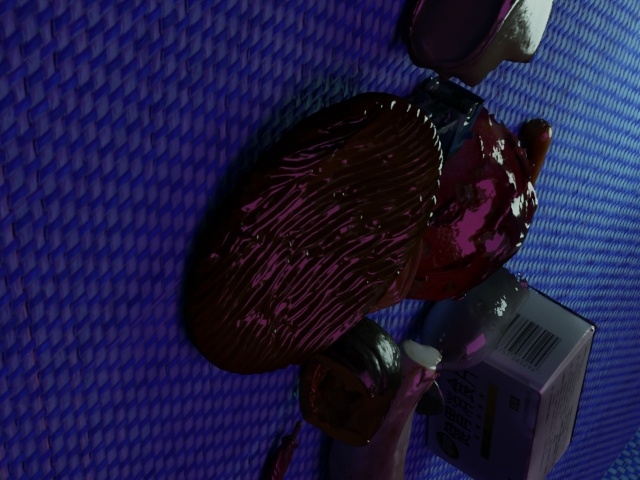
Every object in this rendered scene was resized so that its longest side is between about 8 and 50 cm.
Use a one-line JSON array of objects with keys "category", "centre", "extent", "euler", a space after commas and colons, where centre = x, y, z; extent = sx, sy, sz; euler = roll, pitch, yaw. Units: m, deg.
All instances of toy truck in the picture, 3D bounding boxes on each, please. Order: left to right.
[{"category": "toy truck", "centre": [0.097, -0.107, 1.737], "extent": [0.175, 0.067, 0.081], "euler": [-32, 146, -50]}]

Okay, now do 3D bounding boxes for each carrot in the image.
[{"category": "carrot", "centre": [0.266, -0.086, 2.188], "extent": [0.037, 0.037, 0.190], "euler": [-44, 157, -34]}]

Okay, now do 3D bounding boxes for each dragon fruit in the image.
[{"category": "dragon fruit", "centre": [0.163, -0.040, 1.886], "extent": [0.274, 0.126, 0.161], "euler": [-50, 157, -25]}]

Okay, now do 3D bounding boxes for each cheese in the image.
[{"category": "cheese", "centre": [0.171, -0.233, 1.707], "extent": [0.175, 0.091, 0.202], "euler": [-60, 158, 5]}]

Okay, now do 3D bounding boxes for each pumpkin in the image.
[{"category": "pumpkin", "centre": [0.035, 0.137, 1.847], "extent": [0.107, 0.119, 0.183], "euler": [-48, 161, -24]}]

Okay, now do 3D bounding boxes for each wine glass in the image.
[{"category": "wine glass", "centre": [0.174, 0.117, 2.157], "extent": [0.222, 0.103, 0.103], "euler": [-46, 155, -32]}]

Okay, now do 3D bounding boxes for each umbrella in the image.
[{"category": "umbrella", "centre": [-0.054, 0.272, 1.950], "extent": [0.027, 0.025, 0.165], "euler": [-59, 172, -65]}]

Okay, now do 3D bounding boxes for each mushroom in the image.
[{"category": "mushroom", "centre": [0.068, 0.259, 2.099], "extent": [0.122, 0.095, 0.351], "euler": [-14, 140, -26]}]

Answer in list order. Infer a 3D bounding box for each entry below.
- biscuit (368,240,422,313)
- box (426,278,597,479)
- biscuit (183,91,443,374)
[{"category": "biscuit", "centre": [0.045, 0.011, 1.751], "extent": [0.142, 0.029, 0.221], "euler": [-49, 144, -4]}, {"category": "box", "centre": [0.260, 0.211, 2.361], "extent": [0.145, 0.173, 0.333], "euler": [-45, 154, -28]}, {"category": "biscuit", "centre": [0.000, 0.000, 1.614], "extent": [0.318, 0.040, 0.318], "euler": [-33, 146, -26]}]
